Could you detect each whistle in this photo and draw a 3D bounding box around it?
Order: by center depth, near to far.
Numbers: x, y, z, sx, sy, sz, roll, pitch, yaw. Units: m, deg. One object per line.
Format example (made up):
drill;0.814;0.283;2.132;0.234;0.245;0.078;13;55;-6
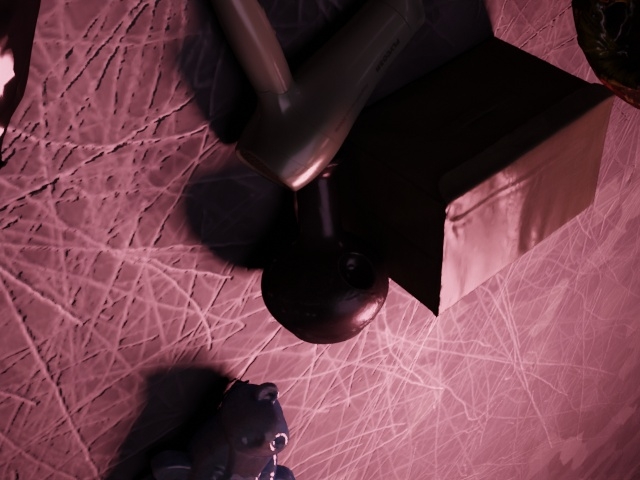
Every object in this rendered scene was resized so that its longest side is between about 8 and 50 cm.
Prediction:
whistle;-0.106;0.253;0.927;0.180;0.093;0.269;14;111;-27

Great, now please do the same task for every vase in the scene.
vase;0.000;0.000;0.821;0.120;0.120;0.183;-23;118;-35

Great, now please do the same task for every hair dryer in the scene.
hair dryer;-0.023;-0.175;0.685;0.206;0.075;0.237;-53;138;-11

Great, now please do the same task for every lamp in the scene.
lamp;0.350;-0.223;0.845;0.247;0.247;0.247;-29;139;-29

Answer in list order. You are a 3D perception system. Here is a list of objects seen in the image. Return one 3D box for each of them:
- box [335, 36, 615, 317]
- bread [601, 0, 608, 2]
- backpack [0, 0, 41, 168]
box;0.145;-0.071;0.874;0.231;0.149;0.155;-33;141;-25
bread;0.223;-0.277;0.787;0.084;0.139;0.074;-38;142;-18
backpack;-0.232;-0.176;0.274;0.363;0.255;0.446;-24;140;-25
